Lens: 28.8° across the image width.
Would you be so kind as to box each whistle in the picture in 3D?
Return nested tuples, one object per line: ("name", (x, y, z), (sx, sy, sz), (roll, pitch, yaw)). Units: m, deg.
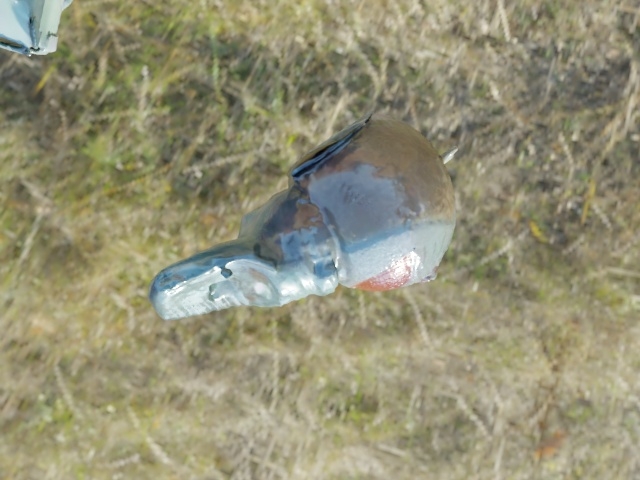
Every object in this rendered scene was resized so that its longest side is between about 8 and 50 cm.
("whistle", (0.000, 0.000, 1.210), (0.189, 0.348, 0.189), (53, 161, 26))

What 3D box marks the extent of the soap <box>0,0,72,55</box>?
("soap", (-0.274, -0.398, 1.119), (0.156, 0.261, 0.446), (14, 101, -1))
